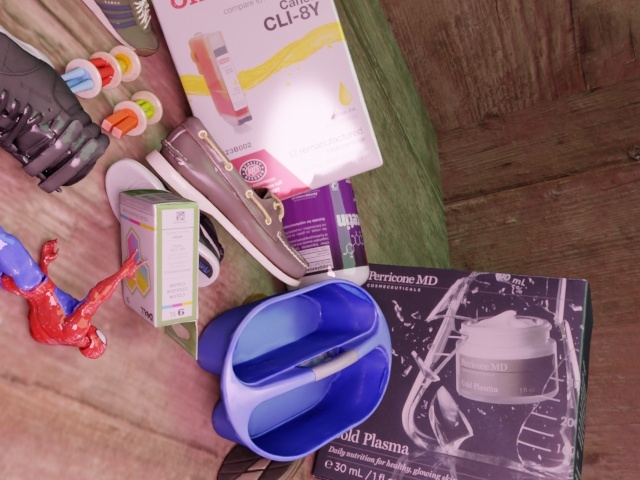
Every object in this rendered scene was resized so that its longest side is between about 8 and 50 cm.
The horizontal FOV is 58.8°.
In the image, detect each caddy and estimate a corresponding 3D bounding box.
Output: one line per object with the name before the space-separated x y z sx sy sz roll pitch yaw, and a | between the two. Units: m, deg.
caddy | -0.028 0.196 0.905 0.341 0.179 0.241 -16 94 -42

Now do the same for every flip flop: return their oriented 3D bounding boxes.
flip flop | -0.075 0.364 0.950 0.277 0.112 0.080 -27 117 -73

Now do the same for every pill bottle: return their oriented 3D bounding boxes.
pill bottle | 0.000 0.000 1.204 0.181 0.182 0.322 -1 79 -67

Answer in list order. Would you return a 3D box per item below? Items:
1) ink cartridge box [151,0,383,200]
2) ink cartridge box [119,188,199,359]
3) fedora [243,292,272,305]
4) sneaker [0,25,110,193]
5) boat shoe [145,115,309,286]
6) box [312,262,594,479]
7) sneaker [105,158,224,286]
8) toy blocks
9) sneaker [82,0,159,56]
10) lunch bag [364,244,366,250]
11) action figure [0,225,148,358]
ink cartridge box | -0.088 -0.271 0.976 0.160 0.279 0.384 -116 -174 -78
ink cartridge box | -0.208 0.045 0.732 0.062 0.109 0.209 -8 107 -38
fedora | -0.077 0.183 1.055 0.194 0.079 0.194 -13 90 -68
sneaker | -0.292 -0.118 0.545 0.147 0.104 0.296 51 4 -8
boat shoe | -0.116 -0.049 0.876 0.324 0.096 0.116 44 -4 -30
box | 0.299 0.329 1.202 0.297 0.480 0.471 49 50 -53
sneaker | -0.228 -0.036 0.845 0.217 0.079 0.121 56 8 -21
toy blocks | -0.292 -0.196 0.784 0.123 0.054 0.148 67 24 -21
sneaker | -0.286 -0.354 0.842 0.192 0.086 0.064 44 39 -53
lunch bag | 0.037 0.010 1.408 0.176 0.090 0.219 -78 147 -48
action figure | -0.299 0.006 0.601 0.280 0.091 0.139 63 36 -31
